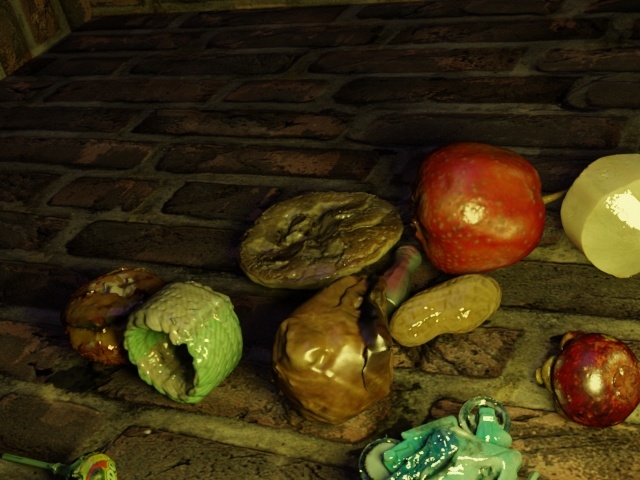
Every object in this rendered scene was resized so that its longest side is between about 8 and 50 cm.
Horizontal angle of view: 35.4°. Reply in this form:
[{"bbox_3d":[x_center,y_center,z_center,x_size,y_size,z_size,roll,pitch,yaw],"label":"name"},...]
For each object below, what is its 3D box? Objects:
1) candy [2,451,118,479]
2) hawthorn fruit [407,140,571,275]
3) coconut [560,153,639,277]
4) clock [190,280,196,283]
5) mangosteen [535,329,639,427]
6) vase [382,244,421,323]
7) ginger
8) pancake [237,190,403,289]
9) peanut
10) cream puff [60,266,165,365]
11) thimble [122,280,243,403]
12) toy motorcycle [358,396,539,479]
[{"bbox_3d":[-0.472,0.407,1.770,0.305,0.083,0.091,-1,50,38],"label":"candy"},{"bbox_3d":[0.338,-0.072,1.981,0.330,0.287,0.287,-9,32,-1],"label":"hawthorn fruit"},{"bbox_3d":[0.572,-0.043,1.874,0.241,0.241,0.241,-11,32,7],"label":"coconut"},{"bbox_3d":[-0.276,0.129,2.132,0.129,0.041,0.087,6,41,39],"label":"clock"},{"bbox_3d":[0.431,0.227,1.606,0.145,0.181,0.156,35,66,0],"label":"mangosteen"},{"bbox_3d":[0.148,0.085,1.985,0.086,0.086,0.214,0,30,23],"label":"vase"},{"bbox_3d":[0.021,0.189,1.753,0.223,0.200,0.269,-8,36,2],"label":"ginger"},{"bbox_3d":[-0.001,0.000,2.176,0.386,0.082,0.387,-12,27,6],"label":"pancake"},{"bbox_3d":[0.231,0.130,1.857,0.226,0.095,0.108,-20,35,-5],"label":"peanut"},{"bbox_3d":[-0.406,0.160,2.029,0.240,0.164,0.240,-7,20,3],"label":"cream puff"},{"bbox_3d":[-0.250,0.183,1.865,0.219,0.219,0.150,10,37,35],"label":"thimble"},{"bbox_3d":[0.194,0.353,1.493,0.260,0.154,0.206,-19,55,-13],"label":"toy motorcycle"}]
